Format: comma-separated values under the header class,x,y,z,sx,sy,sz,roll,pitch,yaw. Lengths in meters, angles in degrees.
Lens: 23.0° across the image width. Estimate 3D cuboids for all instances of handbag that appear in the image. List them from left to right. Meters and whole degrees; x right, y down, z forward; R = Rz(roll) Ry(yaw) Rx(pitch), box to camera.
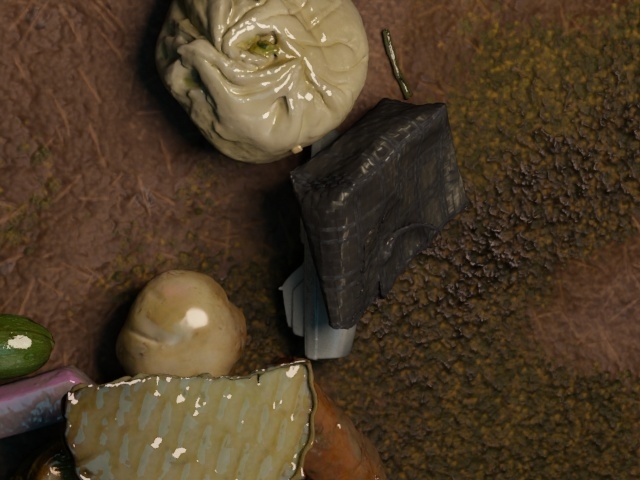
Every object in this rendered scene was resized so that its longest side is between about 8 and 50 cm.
class,x,y,z,sx,sy,sz,roll,pitch,yaw
handbag,0.070,-0.039,1.672,0.270,0.088,0.175,-42,126,-39

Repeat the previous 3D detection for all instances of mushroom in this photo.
class,x,y,z,sx,sy,sz,roll,pitch,yaw
mushroom,-0.145,0.103,1.662,0.148,0.112,0.148,-3,100,-17

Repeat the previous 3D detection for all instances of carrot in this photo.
class,x,y,z,sx,sy,sz,roll,pitch,yaw
carrot,0.013,0.247,1.745,0.102,0.102,0.263,-42,110,-9

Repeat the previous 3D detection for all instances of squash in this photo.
class,x,y,z,sx,sy,sz,roll,pitch,yaw
squash,-0.383,0.120,1.613,0.219,0.068,0.077,-13,132,-14

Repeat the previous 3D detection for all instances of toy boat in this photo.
class,x,y,z,sx,sy,sz,roll,pitch,yaw
toy boat,0.000,0.000,1.715,0.085,0.078,0.260,2,93,17

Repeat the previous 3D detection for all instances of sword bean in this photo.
class,x,y,z,sx,sy,sz,roll,pitch,yaw
sword bean,0.084,-0.195,1.750,0.012,0.012,0.083,-24,103,-13

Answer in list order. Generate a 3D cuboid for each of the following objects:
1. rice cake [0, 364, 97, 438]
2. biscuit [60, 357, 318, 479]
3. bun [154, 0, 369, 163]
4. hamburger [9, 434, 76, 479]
class,x,y,z,sx,sy,sz,roll,pitch,yaw
rice cake,-0.406,0.197,1.618,0.365,0.072,0.056,-15,102,-13
biscuit,-0.131,0.219,1.603,0.273,0.036,0.187,-2,92,-23
bun,-0.060,-0.194,1.627,0.229,0.145,0.229,0,90,-3
hamburger,-0.222,0.275,1.654,0.215,0.122,0.189,-32,104,-16
